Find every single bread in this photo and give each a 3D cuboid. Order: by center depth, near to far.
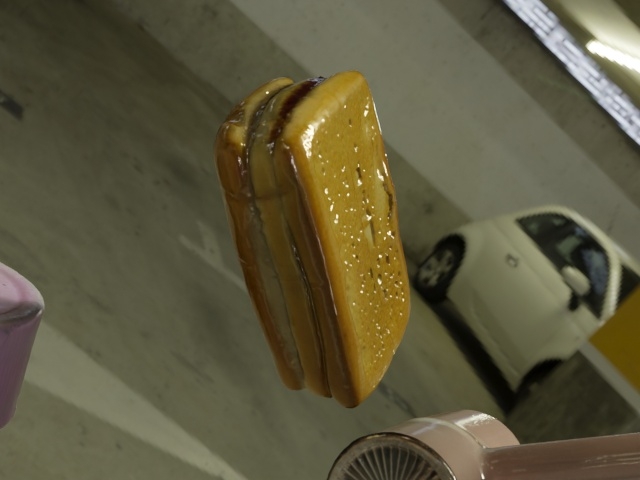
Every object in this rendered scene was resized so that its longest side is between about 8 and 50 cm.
[{"bbox_3d":[0.000,0.000,0.597,0.116,0.077,0.200,-63,145,-53],"label":"bread"}]

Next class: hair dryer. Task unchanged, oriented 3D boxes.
[{"bbox_3d":[0.192,0.162,0.676,0.189,0.344,0.107,10,70,-63],"label":"hair dryer"}]

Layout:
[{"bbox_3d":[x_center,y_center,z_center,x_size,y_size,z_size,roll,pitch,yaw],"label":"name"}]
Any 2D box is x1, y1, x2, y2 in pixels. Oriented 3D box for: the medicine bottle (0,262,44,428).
[{"bbox_3d":[-0.323,0.160,0.621,0.212,0.326,0.212,20,9,-3],"label":"medicine bottle"}]
